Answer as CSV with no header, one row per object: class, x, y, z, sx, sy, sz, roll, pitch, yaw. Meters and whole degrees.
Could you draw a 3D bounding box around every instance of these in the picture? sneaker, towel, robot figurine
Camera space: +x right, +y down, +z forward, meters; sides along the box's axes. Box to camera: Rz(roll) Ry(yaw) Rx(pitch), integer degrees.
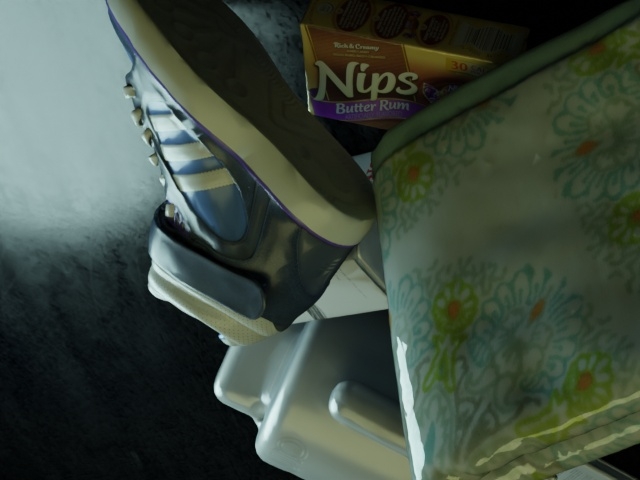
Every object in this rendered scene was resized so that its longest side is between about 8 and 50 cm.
sneaker,-0.121,-0.056,1.348,0.323,0.130,0.236,48,123,7
towel,0.198,-0.007,1.128,0.374,0.321,0.090,-29,139,33
robot figurine,0.071,0.175,1.592,0.353,0.200,0.300,24,-177,1

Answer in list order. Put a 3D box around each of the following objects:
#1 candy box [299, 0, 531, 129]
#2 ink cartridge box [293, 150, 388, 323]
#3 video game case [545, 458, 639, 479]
candy box,0.080,-0.142,1.301,0.186,0.053,0.109,12,143,14
ink cartridge box,0.000,0.000,1.456,0.190,0.140,0.082,-10,134,39
video game case,0.295,0.306,1.786,0.183,0.023,0.201,29,144,-6
